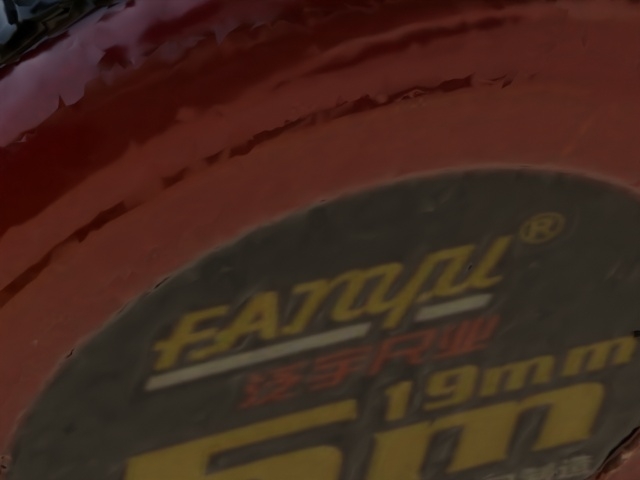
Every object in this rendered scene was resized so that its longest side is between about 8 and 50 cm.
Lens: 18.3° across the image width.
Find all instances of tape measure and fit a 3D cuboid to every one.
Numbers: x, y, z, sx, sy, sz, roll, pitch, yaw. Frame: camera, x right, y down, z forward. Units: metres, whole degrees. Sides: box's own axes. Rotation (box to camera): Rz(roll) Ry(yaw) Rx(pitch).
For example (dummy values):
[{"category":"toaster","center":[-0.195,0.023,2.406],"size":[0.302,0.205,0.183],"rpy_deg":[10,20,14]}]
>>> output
[{"category":"tape measure","center":[-0.001,0.000,0.426],"size":[0.253,0.114,0.260],"rpy_deg":[-13,-38,-14]}]
